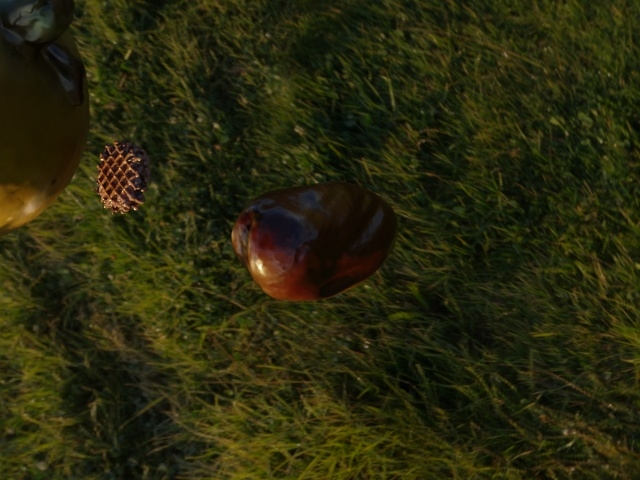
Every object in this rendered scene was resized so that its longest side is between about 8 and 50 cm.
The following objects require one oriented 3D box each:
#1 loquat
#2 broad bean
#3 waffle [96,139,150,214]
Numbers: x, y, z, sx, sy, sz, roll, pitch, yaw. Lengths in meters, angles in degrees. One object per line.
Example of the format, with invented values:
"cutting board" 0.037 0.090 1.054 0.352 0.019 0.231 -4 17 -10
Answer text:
"loquat" -0.383 -0.159 0.706 0.360 0.328 0.328 -21 72 28
"broad bean" -0.001 -0.003 0.821 0.122 0.229 0.156 39 122 36
"waffle" -0.221 -0.070 0.768 0.075 0.029 0.083 3 87 36
